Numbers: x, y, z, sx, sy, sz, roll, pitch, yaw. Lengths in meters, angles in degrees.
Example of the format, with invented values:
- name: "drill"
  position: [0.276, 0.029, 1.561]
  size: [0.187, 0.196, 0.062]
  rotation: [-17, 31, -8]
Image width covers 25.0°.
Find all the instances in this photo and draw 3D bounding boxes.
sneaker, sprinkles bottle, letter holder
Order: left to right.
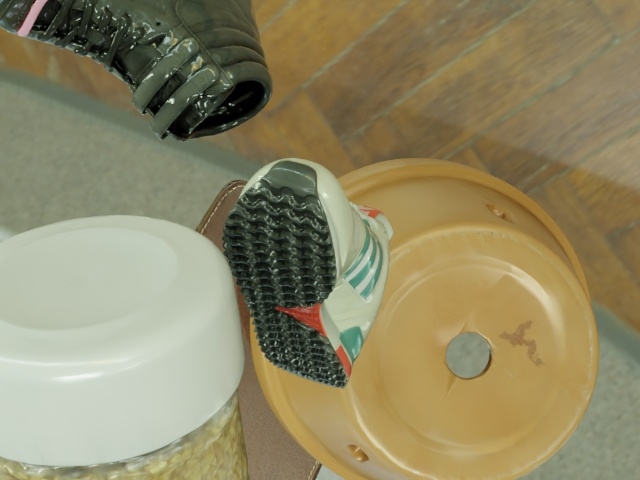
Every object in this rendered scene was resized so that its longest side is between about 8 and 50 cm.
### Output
- name: "sneaker"
  position: [-0.148, -0.153, 1.069]
  size: [0.104, 0.296, 0.147]
  rotation: [-44, 59, 37]
- name: "sprinkles bottle"
  position: [-0.080, 0.167, 0.661]
  size: [0.121, 0.121, 0.355]
  rotation: [17, 127, 35]
- name: "letter holder"
  position: [-0.072, 0.103, 1.455]
  size: [0.214, 0.152, 0.302]
  rotation: [24, 93, -10]
- name: "sneaker"
  position: [0.000, 0.000, 0.669]
  size: [0.057, 0.075, 0.161]
  rotation: [17, 148, 18]

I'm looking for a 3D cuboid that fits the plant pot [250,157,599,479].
- name: "plant pot"
  position: [0.095, 0.078, 1.154]
  size: [0.291, 0.291, 0.203]
  rotation: [61, 175, -6]
